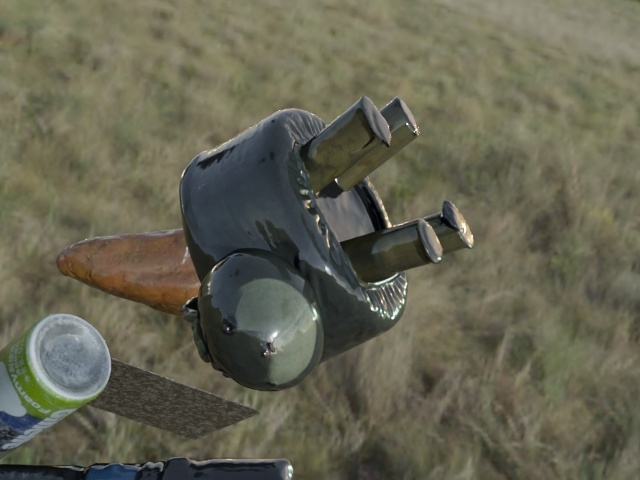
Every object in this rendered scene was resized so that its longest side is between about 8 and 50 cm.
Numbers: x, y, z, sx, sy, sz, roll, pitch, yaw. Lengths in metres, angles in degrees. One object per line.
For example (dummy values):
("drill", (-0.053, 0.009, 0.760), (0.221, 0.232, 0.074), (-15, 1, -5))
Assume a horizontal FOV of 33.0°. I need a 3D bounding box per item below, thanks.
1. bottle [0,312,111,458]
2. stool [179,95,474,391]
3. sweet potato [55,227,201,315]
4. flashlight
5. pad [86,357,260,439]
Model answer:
("bottle", (-0.344, 0.180, 1.122), (0.093, 0.330, 0.093), (27, 46, -33))
("stool", (0.005, 0.007, 0.653), (0.153, 0.139, 0.228), (47, 26, -36))
("sweet potato", (-0.150, 0.031, 1.129), (0.251, 0.097, 0.097), (7, 17, -7))
("flashlight", (-0.231, 0.254, 1.021), (0.423, 0.103, 0.103), (-2, 15, 7))
("pad", (-0.209, 0.189, 1.292), (0.235, 0.003, 0.158), (24, -35, -29))
